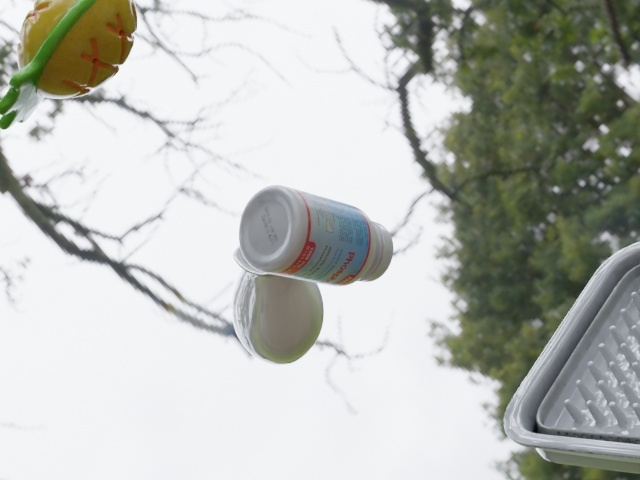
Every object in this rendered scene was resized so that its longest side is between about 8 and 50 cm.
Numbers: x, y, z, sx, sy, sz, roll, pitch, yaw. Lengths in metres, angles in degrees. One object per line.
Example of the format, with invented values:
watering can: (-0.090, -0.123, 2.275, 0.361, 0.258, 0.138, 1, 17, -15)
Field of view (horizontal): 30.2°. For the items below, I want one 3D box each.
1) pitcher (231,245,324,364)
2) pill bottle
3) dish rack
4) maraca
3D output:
pitcher: (-0.053, 0.053, 1.612, 0.207, 0.126, 0.177, 86, -160, -44)
pill bottle: (0.000, 0.000, 1.199, 0.160, 0.087, 0.087, 13, -59, -47)
dish rack: (0.350, 0.104, 1.033, 0.333, 0.072, 0.285, -4, 39, 49)
maraca: (-0.246, -0.181, 1.136, 0.185, 0.099, 0.127, -52, -3, -18)
